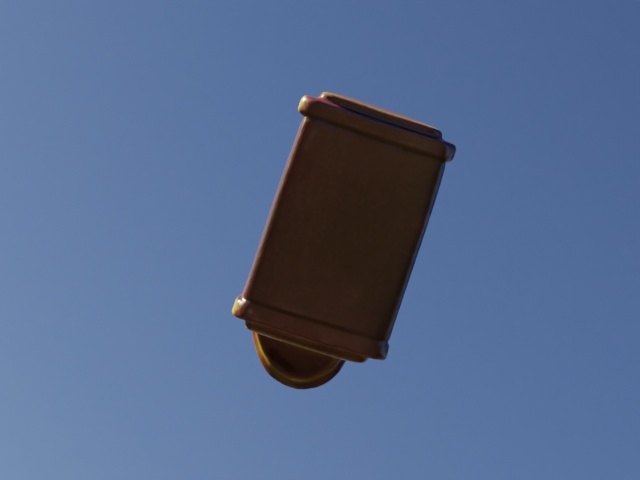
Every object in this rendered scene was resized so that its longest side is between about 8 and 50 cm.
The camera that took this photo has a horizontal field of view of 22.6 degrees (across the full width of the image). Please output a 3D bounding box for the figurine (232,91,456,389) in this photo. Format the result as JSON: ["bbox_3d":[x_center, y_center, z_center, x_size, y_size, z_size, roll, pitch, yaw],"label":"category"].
[{"bbox_3d":[0.001,0.001,0.838,0.082,0.154,0.098,17,7,-13],"label":"figurine"}]
